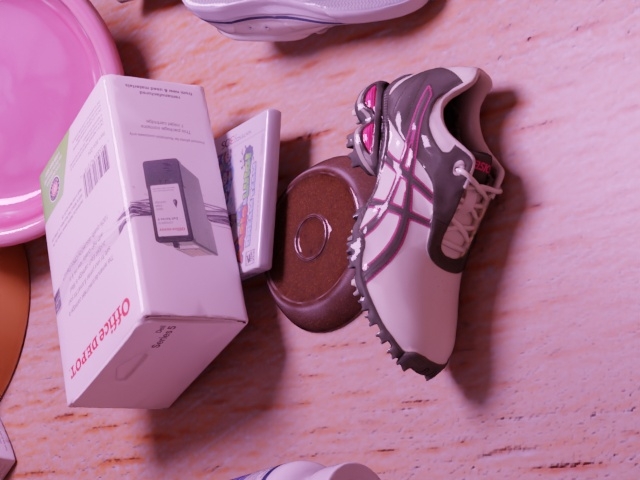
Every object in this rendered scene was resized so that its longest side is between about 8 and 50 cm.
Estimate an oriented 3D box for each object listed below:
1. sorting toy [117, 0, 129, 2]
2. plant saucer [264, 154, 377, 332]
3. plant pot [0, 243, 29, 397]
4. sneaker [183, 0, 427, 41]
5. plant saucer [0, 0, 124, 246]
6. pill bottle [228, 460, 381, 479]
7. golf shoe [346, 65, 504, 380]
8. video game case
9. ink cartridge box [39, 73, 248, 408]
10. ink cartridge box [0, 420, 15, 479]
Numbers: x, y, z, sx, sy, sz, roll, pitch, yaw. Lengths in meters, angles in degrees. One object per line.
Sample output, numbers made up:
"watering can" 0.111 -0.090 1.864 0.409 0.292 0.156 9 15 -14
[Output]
"sorting toy" -0.095 -0.371 1.796 0.307 0.041 0.229 -3 71 47
"plant saucer" 0.000 0.000 1.577 0.168 0.029 0.168 -17 66 43
"plant pot" -0.501 0.078 1.973 0.291 0.203 0.291 -17 66 43
"sneaker" -0.004 -0.238 1.617 0.258 0.091 0.094 4 75 27
"plant saucer" -0.370 -0.161 1.881 0.332 0.332 0.084 -61 -1 14
"pill bottle" -0.031 0.251 1.468 0.186 0.112 0.112 -22 62 42
"golf shoe" 0.091 -0.023 1.431 0.120 0.105 0.273 -19 65 35
"video game case" -0.081 -0.036 1.658 0.143 0.019 0.157 -22 61 59
"ink cartridge box" -0.181 0.006 1.679 0.198 0.114 0.273 -47 46 48
"ink cartridge box" -0.458 0.251 1.877 0.140 0.190 0.082 -55 45 21
